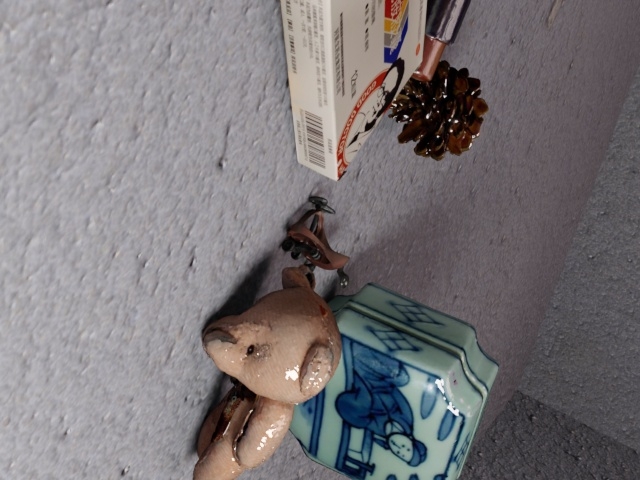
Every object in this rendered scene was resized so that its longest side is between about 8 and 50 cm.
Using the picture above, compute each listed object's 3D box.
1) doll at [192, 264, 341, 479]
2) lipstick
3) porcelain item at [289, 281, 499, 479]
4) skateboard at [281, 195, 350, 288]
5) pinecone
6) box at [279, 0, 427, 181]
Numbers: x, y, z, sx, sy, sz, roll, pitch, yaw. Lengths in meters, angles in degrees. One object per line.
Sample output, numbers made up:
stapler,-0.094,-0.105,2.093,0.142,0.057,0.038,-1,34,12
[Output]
doll,-0.100,0.177,1.258,0.303,0.156,0.201,-52,-154,22
lipstick,0.176,-0.350,1.330,0.081,0.081,0.300,-2,115,-67
porcelain item,0.097,0.229,1.529,0.157,0.285,0.281,-47,156,-50
skateboard,0.000,0.000,1.356,0.080,0.067,0.151,-68,157,-15
pinecone,0.156,-0.182,1.420,0.120,0.140,0.140,11,106,-35
box,0.045,-0.245,1.131,0.214,0.069,0.353,-55,163,-23
